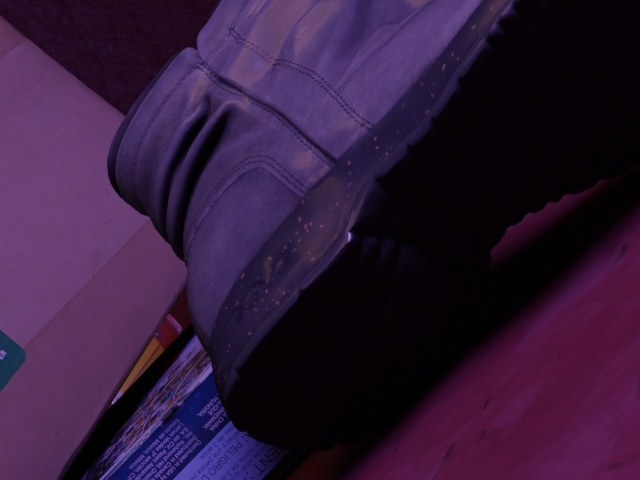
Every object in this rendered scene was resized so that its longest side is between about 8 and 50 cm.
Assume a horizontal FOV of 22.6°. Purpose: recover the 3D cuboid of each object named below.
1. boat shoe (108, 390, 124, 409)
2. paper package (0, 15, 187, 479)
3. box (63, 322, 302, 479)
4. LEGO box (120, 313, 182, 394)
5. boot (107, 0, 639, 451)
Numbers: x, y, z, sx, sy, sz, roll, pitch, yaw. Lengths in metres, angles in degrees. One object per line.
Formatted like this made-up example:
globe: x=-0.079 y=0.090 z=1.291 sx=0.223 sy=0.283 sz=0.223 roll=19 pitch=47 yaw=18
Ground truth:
boat shoe: x=-0.141 y=0.112 z=0.969 sx=0.059 sy=0.063 sz=0.170 roll=-53 pitch=5 yaw=-8
paper package: x=-0.215 y=0.105 z=0.684 sx=0.309 sy=0.168 sz=0.325 roll=-51 pitch=6 yaw=44
box: x=-0.038 y=0.060 z=0.653 sx=0.159 sy=0.044 sz=0.233 roll=-46 pitch=5 yaw=3
LEGO box: x=-0.340 y=0.199 z=1.149 sx=0.372 sy=0.193 sz=0.500 roll=-44 pitch=5 yaw=18
boot: x=0.027 y=-0.068 z=0.492 sx=0.246 sy=0.083 sz=0.161 roll=-46 pitch=42 yaw=15
